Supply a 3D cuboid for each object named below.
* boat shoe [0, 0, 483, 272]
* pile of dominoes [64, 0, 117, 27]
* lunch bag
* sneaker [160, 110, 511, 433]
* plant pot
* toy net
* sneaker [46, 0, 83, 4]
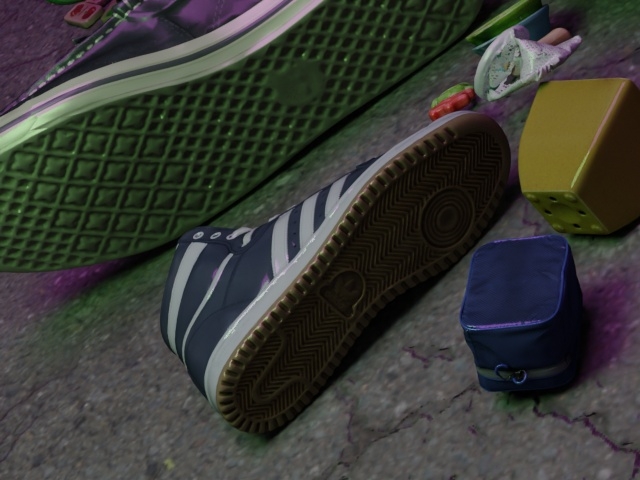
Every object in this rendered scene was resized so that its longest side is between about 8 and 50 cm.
[{"bbox_3d":[-0.104,-0.139,1.617,0.500,0.187,0.156,-32,46,-2],"label":"boat shoe"},{"bbox_3d":[-0.179,-0.329,2.123,0.196,0.040,0.251,-10,39,39],"label":"pile of dominoes"},{"bbox_3d":[0.129,0.052,1.235,0.067,0.065,0.098,-5,40,21],"label":"lunch bag"},{"bbox_3d":[0.000,0.000,1.411,0.282,0.099,0.153,-46,32,-8],"label":"sneaker"},{"bbox_3d":[0.179,-0.050,1.310,0.081,0.081,0.083,2,56,49],"label":"plant pot"},{"bbox_3d":[0.125,-0.132,1.434,0.122,0.045,0.232,-31,5,5],"label":"toy net"},{"bbox_3d":[-0.159,-0.307,1.976,0.295,0.109,0.123,-19,39,12],"label":"sneaker"}]
